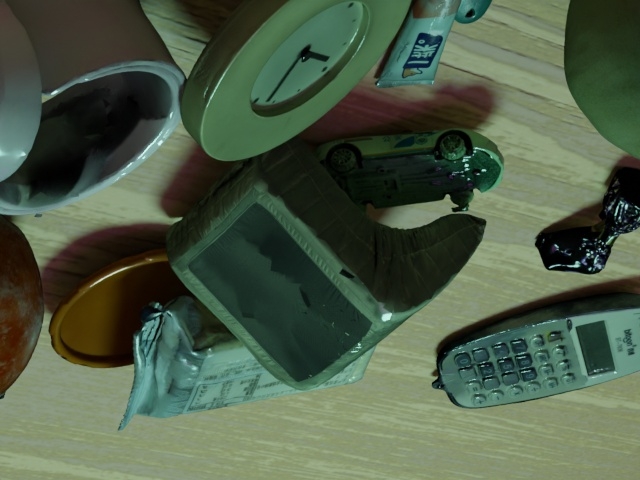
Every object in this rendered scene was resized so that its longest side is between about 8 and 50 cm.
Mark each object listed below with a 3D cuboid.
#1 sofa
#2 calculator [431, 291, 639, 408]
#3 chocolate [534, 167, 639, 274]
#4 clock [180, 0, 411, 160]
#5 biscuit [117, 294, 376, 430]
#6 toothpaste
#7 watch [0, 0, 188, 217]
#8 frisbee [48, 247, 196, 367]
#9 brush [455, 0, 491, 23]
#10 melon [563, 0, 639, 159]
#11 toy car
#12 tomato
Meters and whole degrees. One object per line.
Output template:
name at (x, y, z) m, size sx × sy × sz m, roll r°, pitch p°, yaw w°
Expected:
sofa at (0.000, 0.000, 1.802) m, size 0.176 × 0.225 × 0.210 m, roll -45°, pitch 180°, yaw -43°
calculator at (0.257, 0.132, 2.176) m, size 0.268 × 0.040 × 0.177 m, roll -17°, pitch 145°, yaw 4°
chocolate at (0.293, -0.014, 1.976) m, size 0.070 × 0.072 × 0.147 m, roll -40°, pitch 178°, yaw -44°
clock at (-0.017, -0.160, 1.592) m, size 0.235 × 0.029 × 0.235 m, roll -37°, pitch 160°, yaw -15°
biscuit at (-0.056, 0.103, 1.960) m, size 0.309 × 0.079 × 0.186 m, roll -9°, pitch 143°, yaw -24°
toothpaste at (0.098, -0.198, 1.663) m, size 0.056 × 0.036 × 0.205 m, roll -1°, pitch 147°, yaw -15°
watch at (-0.248, -0.123, 1.552) m, size 0.231 × 0.196 × 0.244 m, roll -9°, pitch 150°, yaw -48°
frisbee at (-0.185, 0.062, 1.914) m, size 0.192 × 0.035 × 0.192 m, roll -18°, pitch 148°, yaw -11°
brush at (0.149, -0.246, 1.615) m, size 0.043 × 0.032 × 0.193 m, roll -4°, pitch 142°, yaw -16°
melon at (0.350, -0.187, 1.579) m, size 0.271 × 0.272 × 0.308 m, roll 10°, pitch 130°, yaw -31°
toy car at (0.083, -0.070, 1.812) m, size 0.186 × 0.058 × 0.093 m, roll -6°, pitch 141°, yaw 9°
tomato at (-0.345, 0.037, 1.737) m, size 0.214 × 0.181 × 0.155 m, roll 16°, pitch 117°, yaw -47°
